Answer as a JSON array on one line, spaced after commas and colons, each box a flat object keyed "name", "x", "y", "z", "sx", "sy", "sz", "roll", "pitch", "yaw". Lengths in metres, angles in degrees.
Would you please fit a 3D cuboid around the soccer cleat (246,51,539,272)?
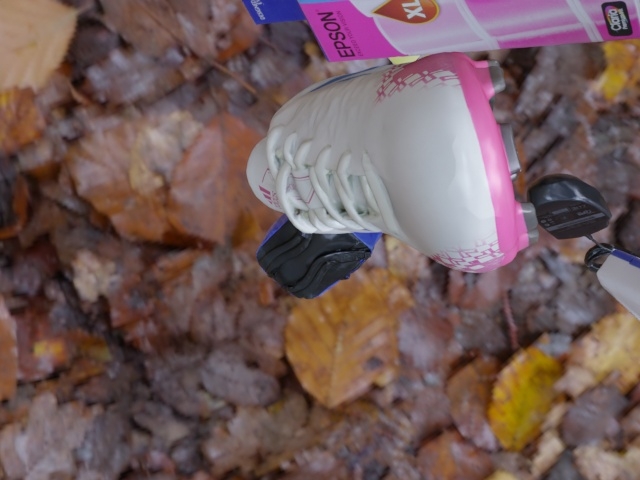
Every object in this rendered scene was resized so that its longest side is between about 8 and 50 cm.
[{"name": "soccer cleat", "x": 0.030, "y": -0.037, "z": 0.782, "sx": 0.143, "sy": 0.331, "sz": 0.116, "roll": -14, "pitch": 97, "yaw": 1}]

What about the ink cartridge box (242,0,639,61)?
[{"name": "ink cartridge box", "x": 0.077, "y": -0.231, "z": 1.173, "sx": 0.371, "sy": 0.069, "sz": 0.176, "roll": 0, "pitch": 150, "yaw": 23}]

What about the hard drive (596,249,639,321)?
[{"name": "hard drive", "x": 0.398, "y": 0.118, "z": 1.202, "sx": 0.210, "sy": 0.319, "sz": 0.040, "roll": 40, "pitch": 86, "yaw": -29}]

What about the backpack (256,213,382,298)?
[{"name": "backpack", "x": 0.000, "y": 0.000, "z": 1.491, "sx": 0.098, "sy": 0.101, "sz": 0.120, "roll": 43, "pitch": 123, "yaw": -5}]

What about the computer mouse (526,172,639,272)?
[{"name": "computer mouse", "x": 0.277, "y": -0.015, "z": 1.430, "sx": 0.071, "sy": 0.041, "sz": 0.242, "roll": -16, "pitch": 151, "yaw": 27}]

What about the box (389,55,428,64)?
[{"name": "box", "x": 0.116, "y": -0.234, "z": 1.398, "sx": 0.058, "sy": 0.232, "sz": 0.087, "roll": -42, "pitch": 85, "yaw": 30}]
